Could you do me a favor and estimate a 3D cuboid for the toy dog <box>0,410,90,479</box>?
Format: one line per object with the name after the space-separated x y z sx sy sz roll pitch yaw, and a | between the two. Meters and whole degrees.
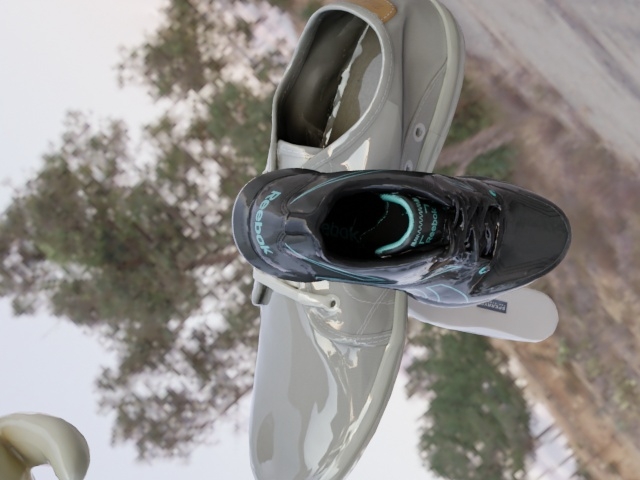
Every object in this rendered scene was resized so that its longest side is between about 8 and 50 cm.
-0.334 0.318 0.847 0.408 0.395 0.285 -95 -13 -62 | toy dog

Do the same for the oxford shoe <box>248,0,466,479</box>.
0.000 0.000 1.030 0.130 0.449 0.169 11 -176 -44 | oxford shoe

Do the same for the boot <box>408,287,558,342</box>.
0.129 0.059 1.188 0.190 0.069 0.086 21 167 -19 | boot

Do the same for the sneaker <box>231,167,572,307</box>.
0.075 0.000 0.864 0.267 0.101 0.106 0 180 -25 | sneaker
